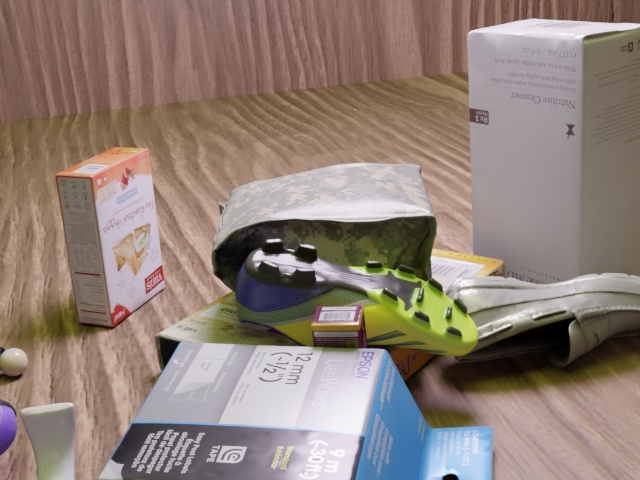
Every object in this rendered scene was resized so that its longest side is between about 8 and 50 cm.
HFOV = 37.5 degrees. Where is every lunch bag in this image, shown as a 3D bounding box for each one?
[{"bbox_3d":[0.000,0.000,1.245,0.286,0.169,0.235,0,20,0],"label":"lunch bag"}]

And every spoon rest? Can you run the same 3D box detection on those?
[{"bbox_3d":[-0.261,0.275,0.883,0.137,0.084,0.276,-7,34,-4],"label":"spoon rest"}]

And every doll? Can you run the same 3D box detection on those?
[{"bbox_3d":[-0.482,0.160,1.252,0.188,0.046,0.129,4,11,4],"label":"doll"}]

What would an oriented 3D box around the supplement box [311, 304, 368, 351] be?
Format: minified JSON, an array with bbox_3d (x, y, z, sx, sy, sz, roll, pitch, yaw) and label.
[{"bbox_3d":[0.024,0.117,1.044,0.054,0.083,0.043,-1,27,11],"label":"supplement box"}]

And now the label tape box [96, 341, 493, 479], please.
[{"bbox_3d":[-0.007,0.208,0.928,0.347,0.115,0.249,-1,23,12],"label":"label tape box"}]

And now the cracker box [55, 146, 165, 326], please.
[{"bbox_3d":[-0.308,-0.008,1.407,0.067,0.232,0.156,5,22,20],"label":"cracker box"}]

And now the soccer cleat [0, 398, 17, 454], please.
[{"bbox_3d":[-0.419,0.259,0.922,0.116,0.109,0.318,33,34,26],"label":"soccer cleat"}]

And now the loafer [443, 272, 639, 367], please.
[{"bbox_3d":[0.308,0.109,1.192,0.319,0.112,0.112,-2,56,-6],"label":"loafer"}]

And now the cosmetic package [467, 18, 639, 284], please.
[{"bbox_3d":[0.342,-0.117,1.368,0.156,0.385,0.217,-17,21,-34],"label":"cosmetic package"}]

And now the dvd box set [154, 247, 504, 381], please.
[{"bbox_3d":[0.027,0.101,1.298,0.307,0.062,0.420,10,24,33],"label":"dvd box set"}]

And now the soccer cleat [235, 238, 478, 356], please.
[{"bbox_3d":[0.040,0.087,1.109,0.289,0.121,0.093,16,34,-3],"label":"soccer cleat"}]
